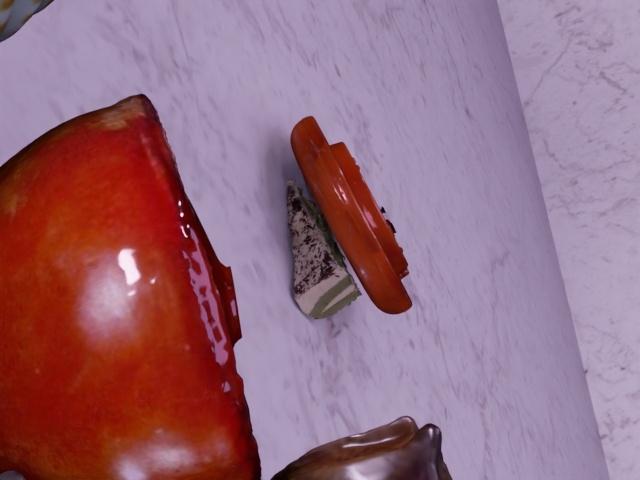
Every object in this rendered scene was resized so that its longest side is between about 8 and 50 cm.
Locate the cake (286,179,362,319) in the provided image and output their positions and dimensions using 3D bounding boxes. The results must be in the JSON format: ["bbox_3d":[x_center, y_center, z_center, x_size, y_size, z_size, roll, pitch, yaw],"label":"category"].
[{"bbox_3d":[0.000,0.000,1.087,0.051,0.055,0.140,41,32,-46],"label":"cake"}]

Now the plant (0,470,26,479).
[{"bbox_3d":[-0.138,0.151,0.415,0.132,0.129,0.194,65,22,-18],"label":"plant"}]

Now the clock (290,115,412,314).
[{"bbox_3d":[0.033,-0.025,1.129,0.205,0.051,0.205,62,2,-3],"label":"clock"}]

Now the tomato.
[{"bbox_3d":[-0.111,0.046,0.576,0.233,0.140,0.200,102,-27,-68],"label":"tomato"}]

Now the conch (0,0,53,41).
[{"bbox_3d":[-0.211,-0.203,0.434,0.303,0.215,0.319,58,19,-7],"label":"conch"}]

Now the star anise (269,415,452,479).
[{"bbox_3d":[-0.028,0.218,0.579,0.315,0.108,0.315,-61,170,-19],"label":"star anise"}]
